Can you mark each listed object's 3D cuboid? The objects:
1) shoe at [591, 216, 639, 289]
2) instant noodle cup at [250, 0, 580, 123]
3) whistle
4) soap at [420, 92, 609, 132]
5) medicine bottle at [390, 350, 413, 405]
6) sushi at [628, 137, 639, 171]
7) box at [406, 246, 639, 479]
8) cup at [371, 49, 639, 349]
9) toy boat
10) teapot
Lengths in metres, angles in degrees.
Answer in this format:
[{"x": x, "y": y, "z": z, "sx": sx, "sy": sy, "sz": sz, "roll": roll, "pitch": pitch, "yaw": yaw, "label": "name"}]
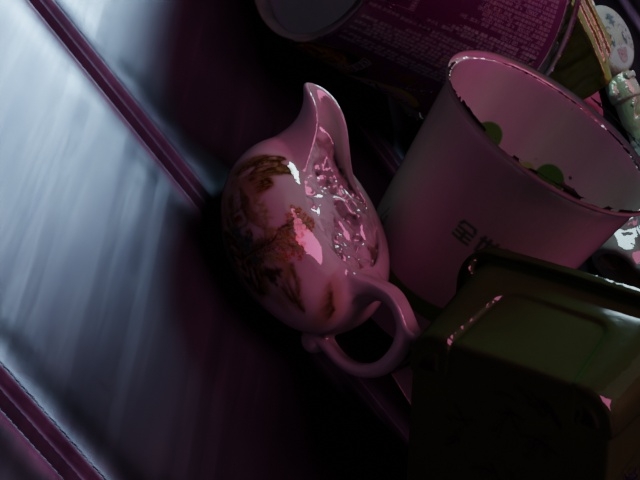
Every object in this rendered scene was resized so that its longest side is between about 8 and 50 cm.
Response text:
[{"x": 0.433, "y": 0.019, "z": 2.257, "sx": 0.103, "sy": 0.100, "sz": 0.251, "roll": 90, "pitch": -17, "yaw": -47, "label": "shoe"}, {"x": 0.089, "y": -0.309, "z": 1.798, "sx": 0.266, "sy": 0.340, "sz": 0.340, "roll": 11, "pitch": 55, "yaw": -39, "label": "instant noodle cup"}, {"x": 0.486, "y": -0.282, "z": 2.611, "sx": 0.126, "sy": 0.067, "sz": 0.258, "roll": -22, "pitch": 89, "yaw": -47, "label": "whistle"}, {"x": 0.242, "y": -0.234, "z": 2.125, "sx": 0.359, "sy": 0.128, "sz": 0.233, "roll": 25, "pitch": 47, "yaw": -46, "label": "soap"}, {"x": 0.170, "y": 0.169, "z": 1.749, "sx": 0.171, "sy": 0.052, "sz": 0.201, "roll": 58, "pitch": 29, "yaw": -5, "label": "medicine bottle"}, {"x": 0.601, "y": 0.006, "z": 2.392, "sx": 0.417, "sy": 0.176, "sz": 0.417, "roll": 45, "pitch": 25, "yaw": -28, "label": "sushi"}, {"x": 0.202, "y": 0.196, "z": 1.494, "sx": 0.178, "sy": 0.252, "sz": 0.329, "roll": -33, "pitch": 132, "yaw": -48, "label": "box"}, {"x": 0.174, "y": -0.022, "z": 1.649, "sx": 0.253, "sy": 0.274, "sz": 0.253, "roll": 25, "pitch": 29, "yaw": -16, "label": "cup"}, {"x": 0.281, "y": -0.308, "z": 2.014, "sx": 0.276, "sy": 0.111, "sz": 0.084, "roll": 56, "pitch": 42, "yaw": -4, "label": "toy boat"}, {"x": 0.000, "y": 0.000, "z": 1.544, "sx": 0.204, "sy": 0.139, "sz": 0.298, "roll": 1, "pitch": 64, "yaw": -60, "label": "teapot"}]
